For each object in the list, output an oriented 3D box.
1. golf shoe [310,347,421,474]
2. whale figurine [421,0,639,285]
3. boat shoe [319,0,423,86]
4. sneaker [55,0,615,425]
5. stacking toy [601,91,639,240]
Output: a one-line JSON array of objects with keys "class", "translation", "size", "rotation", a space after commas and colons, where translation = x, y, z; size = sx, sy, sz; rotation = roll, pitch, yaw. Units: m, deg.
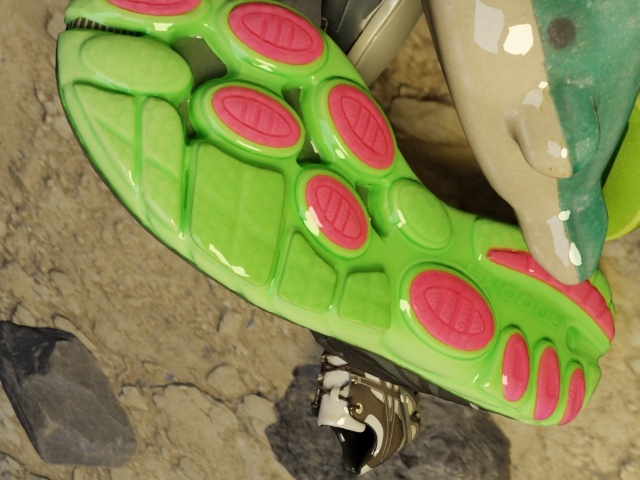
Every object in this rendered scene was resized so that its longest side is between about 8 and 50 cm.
[{"class": "golf shoe", "translation": [0.030, 0.118, 1.064], "size": [0.077, 0.094, 0.198], "rotation": [-4, 116, 40]}, {"class": "whale figurine", "translation": [0.146, -0.107, 0.725], "size": [0.141, 0.216, 0.272], "rotation": [-17, 122, 7]}, {"class": "boat shoe", "translation": [0.038, -0.192, 0.830], "size": [0.079, 0.095, 0.254], "rotation": [37, 135, 7]}, {"class": "sneaker", "translation": [0.000, 0.000, 0.852], "size": [0.483, 0.185, 0.202], "rotation": [38, 156, -29]}, {"class": "stacking toy", "translation": [0.276, -0.079, 0.760], "size": [0.279, 0.130, 0.309], "rotation": [49, 141, 38]}]
